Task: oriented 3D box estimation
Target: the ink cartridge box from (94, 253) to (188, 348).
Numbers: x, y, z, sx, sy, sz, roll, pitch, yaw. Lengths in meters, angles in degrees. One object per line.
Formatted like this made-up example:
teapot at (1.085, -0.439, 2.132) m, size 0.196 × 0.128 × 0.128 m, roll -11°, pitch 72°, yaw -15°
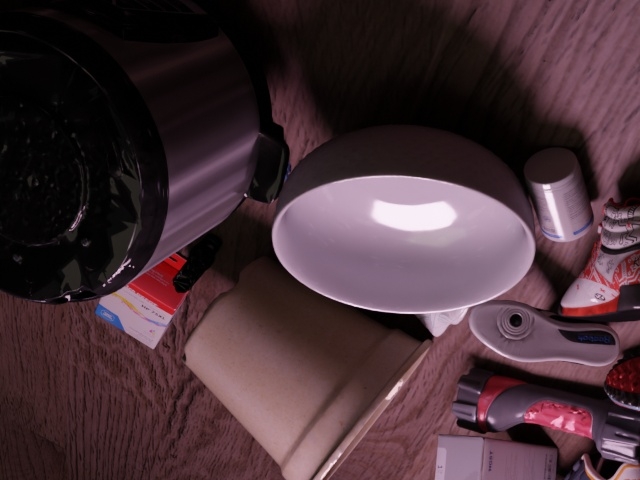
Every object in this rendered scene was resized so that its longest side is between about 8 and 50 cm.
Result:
ink cartridge box at (-0.314, 0.091, 2.220) m, size 0.134 × 0.078 × 0.231 m, roll 32°, pitch 146°, yaw -2°

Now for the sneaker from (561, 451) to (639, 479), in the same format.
sneaker at (0.465, 0.397, 1.989) m, size 0.126 × 0.127 × 0.321 m, roll -4°, pitch 175°, yaw -12°

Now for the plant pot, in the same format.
plant pot at (-0.041, 0.200, 1.971) m, size 0.305 × 0.334 × 0.334 m, roll 38°, pitch 148°, yaw 9°

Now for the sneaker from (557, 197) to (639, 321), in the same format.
sneaker at (0.380, 0.026, 1.572) m, size 0.090 × 0.145 × 0.270 m, roll 4°, pitch 172°, yaw -8°

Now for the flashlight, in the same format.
flashlight at (0.358, 0.277, 1.911) m, size 0.304 × 0.103 × 0.103 m, roll 13°, pitch 109°, yaw 33°

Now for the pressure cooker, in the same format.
pressure cooker at (-0.272, -0.147, 1.596) m, size 0.375 × 0.420 × 0.370 m, roll -25°, pitch 96°, yaw 31°

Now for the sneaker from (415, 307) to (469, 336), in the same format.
sneaker at (0.186, 0.098, 1.863) m, size 0.061 × 0.053 × 0.152 m, roll 37°, pitch 147°, yaw -4°

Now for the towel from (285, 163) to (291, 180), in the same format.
towel at (-0.102, -0.126, 1.813) m, size 0.119 × 0.029 × 0.067 m, roll 16°, pitch 143°, yaw 21°

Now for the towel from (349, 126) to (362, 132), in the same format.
towel at (0.068, -0.069, 1.768) m, size 0.102 × 0.021 × 0.237 m, roll 30°, pitch 148°, yaw 9°

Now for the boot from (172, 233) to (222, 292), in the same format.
boot at (-0.213, 0.048, 2.065) m, size 0.045 × 0.099 × 0.121 m, roll 35°, pitch 147°, yaw -4°

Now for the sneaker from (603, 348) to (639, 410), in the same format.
sneaker at (0.525, 0.224, 1.721) m, size 0.262 × 0.104 × 0.125 m, roll -1°, pitch 137°, yaw 39°

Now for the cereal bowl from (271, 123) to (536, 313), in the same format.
cereal bowl at (0.111, -0.043, 1.616) m, size 0.339 × 0.141 × 0.339 m, roll 5°, pitch 147°, yaw 3°

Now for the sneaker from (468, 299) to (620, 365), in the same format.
sneaker at (0.301, 0.133, 1.743) m, size 0.217 × 0.079 × 0.121 m, roll 14°, pitch 178°, yaw -8°

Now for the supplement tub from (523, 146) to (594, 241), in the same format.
supplement tub at (0.301, -0.057, 1.554) m, size 0.071 × 0.071 × 0.107 m, roll 7°, pitch 139°, yaw 32°

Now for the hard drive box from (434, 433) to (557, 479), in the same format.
hard drive box at (0.285, 0.414, 2.002) m, size 0.089 × 0.181 × 0.232 m, roll -2°, pitch 167°, yaw 40°
